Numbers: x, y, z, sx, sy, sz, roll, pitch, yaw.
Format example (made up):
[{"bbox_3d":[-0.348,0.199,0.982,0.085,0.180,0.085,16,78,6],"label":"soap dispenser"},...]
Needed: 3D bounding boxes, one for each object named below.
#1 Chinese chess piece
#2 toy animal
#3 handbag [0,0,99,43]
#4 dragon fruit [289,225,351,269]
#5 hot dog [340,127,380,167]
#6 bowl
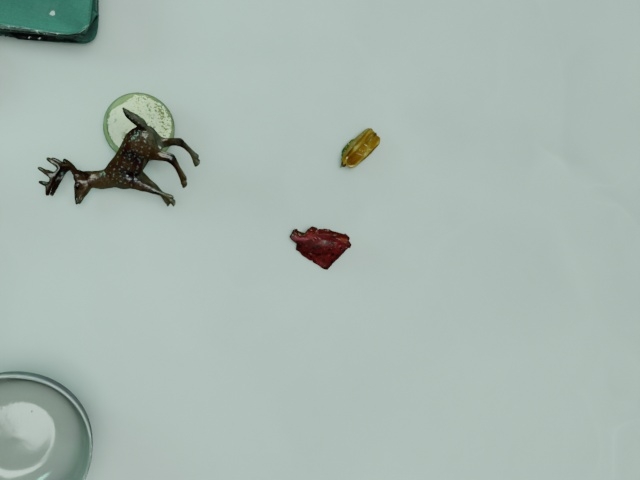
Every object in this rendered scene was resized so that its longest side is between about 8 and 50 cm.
[{"bbox_3d":[-0.378,-0.236,1.244,0.144,0.058,0.144,1,86,-19],"label":"Chinese chess piece"},{"bbox_3d":[-0.400,-0.151,1.192,0.259,0.087,0.244,28,112,-23],"label":"toy animal"},{"bbox_3d":[-0.570,-0.529,1.175,0.268,0.100,0.275,1,87,-14],"label":"handbag"},{"bbox_3d":[0.002,0.000,1.355,0.131,0.063,0.097,33,79,-14],"label":"dragon fruit"},{"bbox_3d":[0.090,-0.216,1.407,0.056,0.041,0.133,48,68,-11],"label":"hot dog"},{"bbox_3d":[-0.574,0.383,1.114,0.286,0.143,0.287,1,87,-18],"label":"bowl"}]
